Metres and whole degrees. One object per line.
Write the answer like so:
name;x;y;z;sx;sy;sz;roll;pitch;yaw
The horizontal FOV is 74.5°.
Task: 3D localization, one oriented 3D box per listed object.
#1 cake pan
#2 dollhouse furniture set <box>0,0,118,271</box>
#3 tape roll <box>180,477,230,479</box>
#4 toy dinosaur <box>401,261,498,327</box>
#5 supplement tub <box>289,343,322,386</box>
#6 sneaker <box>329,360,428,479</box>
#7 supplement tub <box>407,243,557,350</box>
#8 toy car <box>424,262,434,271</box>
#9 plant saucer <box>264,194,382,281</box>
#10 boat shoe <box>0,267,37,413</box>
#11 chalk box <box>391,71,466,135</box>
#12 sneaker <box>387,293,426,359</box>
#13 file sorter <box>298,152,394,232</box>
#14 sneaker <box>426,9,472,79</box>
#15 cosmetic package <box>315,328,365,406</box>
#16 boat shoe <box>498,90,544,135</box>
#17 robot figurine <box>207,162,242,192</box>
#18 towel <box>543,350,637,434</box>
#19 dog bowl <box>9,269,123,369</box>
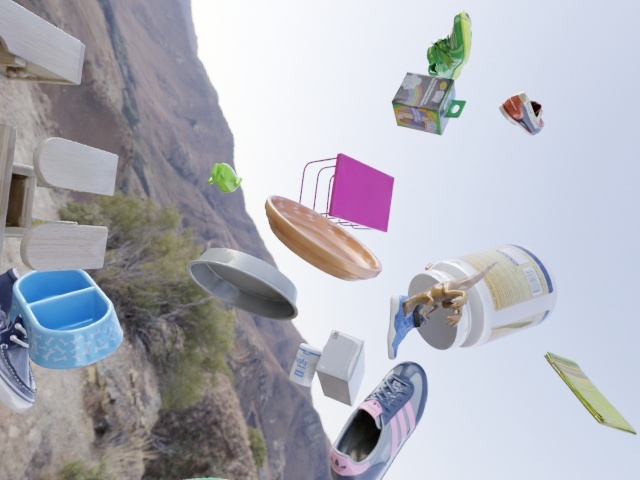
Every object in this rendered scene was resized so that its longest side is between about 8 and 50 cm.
cake pan;-0.182;0.109;1.035;0.293;0.292;0.054;105;6;-63
dollhouse furniture set;-0.328;-0.094;0.378;0.161;0.211;0.242;4;94;-77
tape roll;-0.209;0.433;0.511;0.077;0.321;0.322;46;-32;49
toy dinosaur;0.249;0.094;0.792;0.064;0.211;0.112;59;13;-31
supplement tub;-0.043;0.362;1.228;0.071;0.070;0.107;157;-47;-76
sneaker;0.128;0.347;0.845;0.112;0.319;0.131;12;-47;33
supplement tub;0.408;0.143;1.079;0.228;0.315;0.229;169;-90;-68
toy car;0.424;0.092;1.462;0.060;0.121;0.040;67;-21;2
plant saucer;0.000;0.000;0.625;0.037;0.199;0.200;-57;-150;12
boat shoe;-0.688;0.206;0.950;0.340;0.158;0.127;45;-26;18
chalk box;0.362;-0.441;1.374;0.212;0.133;0.132;22;-13;25
sneaker;0.196;0.200;0.953;0.058;0.084;0.152;-22;117;-83
file sorter;0.089;-0.154;1.463;0.182;0.290;0.202;3;-98;46
sneaker;0.403;-0.598;1.335;0.295;0.123;0.110;67;26;-78
cosmetic package;0.062;0.362;1.179;0.238;0.107;0.127;83;29;-57
boat shoe;0.341;-0.208;0.690;0.043;0.136;0.049;-38;-120;38
robot figurine;-0.288;-0.188;1.272;0.115;0.101;0.067;71;24;-70
towel;0.648;0.362;1.024;0.237;0.102;0.021;-93;-158;-68
dog bowl;-0.526;0.143;0.865;0.297;0.165;0.074;29;-58;37
